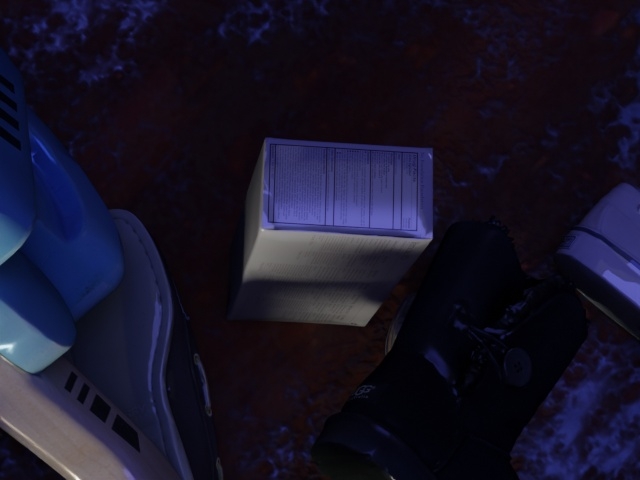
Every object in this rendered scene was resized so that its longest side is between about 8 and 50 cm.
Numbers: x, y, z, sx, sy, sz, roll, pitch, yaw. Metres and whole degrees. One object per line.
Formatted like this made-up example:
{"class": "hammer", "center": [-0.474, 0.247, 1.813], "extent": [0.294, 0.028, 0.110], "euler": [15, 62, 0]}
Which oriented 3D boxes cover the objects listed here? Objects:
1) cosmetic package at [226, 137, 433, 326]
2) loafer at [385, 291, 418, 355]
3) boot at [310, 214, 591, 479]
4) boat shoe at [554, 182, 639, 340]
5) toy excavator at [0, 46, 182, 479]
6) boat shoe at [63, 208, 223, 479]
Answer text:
{"class": "cosmetic package", "center": [0.000, 0.000, 1.022], "extent": [0.099, 0.239, 0.060], "euler": [5, 75, -7]}
{"class": "loafer", "center": [0.064, 0.093, 1.112], "extent": [0.045, 0.039, 0.125], "euler": [13, 75, -5]}
{"class": "boot", "center": [0.127, 0.130, 1.077], "extent": [0.246, 0.094, 0.207], "euler": [48, 59, -18]}
{"class": "boat shoe", "center": [0.283, 0.059, 1.123], "extent": [0.258, 0.095, 0.084], "euler": [40, 79, 1]}
{"class": "toy excavator", "center": [-0.186, 0.055, 0.968], "extent": [0.222, 0.433, 0.445], "euler": [-40, 119, 10]}
{"class": "boat shoe", "center": [-0.114, 0.094, 1.076], "extent": [0.081, 0.069, 0.227], "euler": [-14, 76, 19]}
